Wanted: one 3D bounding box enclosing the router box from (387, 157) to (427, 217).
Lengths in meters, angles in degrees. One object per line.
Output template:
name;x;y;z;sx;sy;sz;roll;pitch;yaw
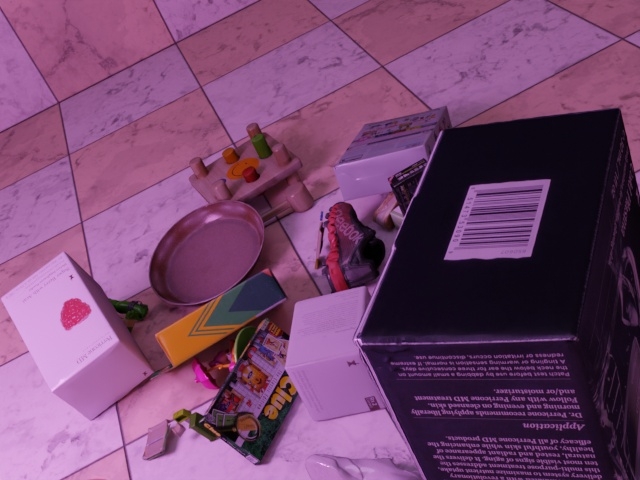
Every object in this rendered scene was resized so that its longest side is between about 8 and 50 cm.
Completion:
router box;0.207;-0.104;1.996;0.092;0.122;0.038;-29;39;-3

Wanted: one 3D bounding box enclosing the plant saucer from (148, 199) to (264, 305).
plant saucer;-0.266;0.038;2.234;0.310;0.050;0.311;-15;47;16

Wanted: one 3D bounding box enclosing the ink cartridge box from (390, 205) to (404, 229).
ink cartridge box;0.295;-0.090;2.075;0.235;0.056;0.171;-39;36;-19

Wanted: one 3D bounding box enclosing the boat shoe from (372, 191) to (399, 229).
boat shoe;0.179;-0.098;2.154;0.059;0.063;0.170;17;53;38

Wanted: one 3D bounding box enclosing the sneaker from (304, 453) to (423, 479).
sneaker;0.077;0.393;1.563;0.212;0.080;0.094;11;36;32

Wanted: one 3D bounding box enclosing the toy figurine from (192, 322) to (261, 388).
toy figurine;-0.185;0.242;1.903;0.159;0.130;0.173;-17;23;30

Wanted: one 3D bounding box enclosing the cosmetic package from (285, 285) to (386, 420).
cosmetic package;0.037;0.212;1.749;0.151;0.151;0.184;-14;34;17

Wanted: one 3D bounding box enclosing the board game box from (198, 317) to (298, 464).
board game box;-0.113;0.283;1.776;0.030;0.136;0.260;-36;18;48

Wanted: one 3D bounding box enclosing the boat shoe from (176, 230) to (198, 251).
boat shoe;-0.315;0.000;2.359;0.133;0.049;0.042;-35;40;-9

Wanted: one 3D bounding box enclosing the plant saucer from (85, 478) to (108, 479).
plant saucer;-0.448;0.535;1.731;0.199;0.037;0.200;-18;34;13

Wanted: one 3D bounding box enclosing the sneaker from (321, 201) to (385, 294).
sneaker;0.078;0.006;2.050;0.135;0.098;0.276;-16;37;14

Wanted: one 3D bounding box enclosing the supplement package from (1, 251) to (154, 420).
supplement package;-0.525;0.204;2.013;0.177;0.175;0.293;-38;55;-6

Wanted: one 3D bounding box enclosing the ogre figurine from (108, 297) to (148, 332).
ogre figurine;-0.508;0.202;2.177;0.118;0.097;0.197;22;70;26

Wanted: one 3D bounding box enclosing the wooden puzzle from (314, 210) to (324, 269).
wooden puzzle;0.000;0.000;2.111;0.014;0.116;0.079;6;27;0

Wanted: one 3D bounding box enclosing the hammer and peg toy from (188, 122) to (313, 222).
hammer and peg toy;-0.185;-0.157;2.413;0.266;0.127;0.361;-32;34;-10

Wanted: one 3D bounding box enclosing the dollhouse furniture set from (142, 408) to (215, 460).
dollhouse furniture set;-0.277;0.386;1.835;0.151;0.058;0.076;-31;36;27

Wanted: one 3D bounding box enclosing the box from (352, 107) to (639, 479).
box;0.319;0.141;1.375;0.297;0.472;0.480;-3;39;28

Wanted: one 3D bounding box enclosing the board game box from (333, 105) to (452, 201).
board game box;0.182;-0.211;2.212;0.224;0.098;0.303;-10;22;23

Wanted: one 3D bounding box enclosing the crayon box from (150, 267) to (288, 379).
crayon box;-0.230;0.173;1.955;0.318;0.081;0.202;-31;0;-9
